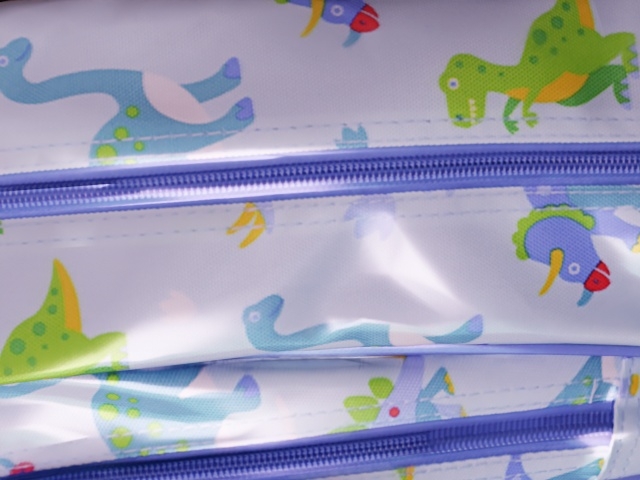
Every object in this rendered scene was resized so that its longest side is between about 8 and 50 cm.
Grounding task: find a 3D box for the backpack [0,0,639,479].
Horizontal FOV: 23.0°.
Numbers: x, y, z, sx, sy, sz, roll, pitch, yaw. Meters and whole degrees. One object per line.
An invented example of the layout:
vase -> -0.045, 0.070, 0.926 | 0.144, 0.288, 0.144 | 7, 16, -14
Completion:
backpack -> 0.000, 0.000, 0.523 | 0.356, 0.273, 0.290 | 11, 180, -18
